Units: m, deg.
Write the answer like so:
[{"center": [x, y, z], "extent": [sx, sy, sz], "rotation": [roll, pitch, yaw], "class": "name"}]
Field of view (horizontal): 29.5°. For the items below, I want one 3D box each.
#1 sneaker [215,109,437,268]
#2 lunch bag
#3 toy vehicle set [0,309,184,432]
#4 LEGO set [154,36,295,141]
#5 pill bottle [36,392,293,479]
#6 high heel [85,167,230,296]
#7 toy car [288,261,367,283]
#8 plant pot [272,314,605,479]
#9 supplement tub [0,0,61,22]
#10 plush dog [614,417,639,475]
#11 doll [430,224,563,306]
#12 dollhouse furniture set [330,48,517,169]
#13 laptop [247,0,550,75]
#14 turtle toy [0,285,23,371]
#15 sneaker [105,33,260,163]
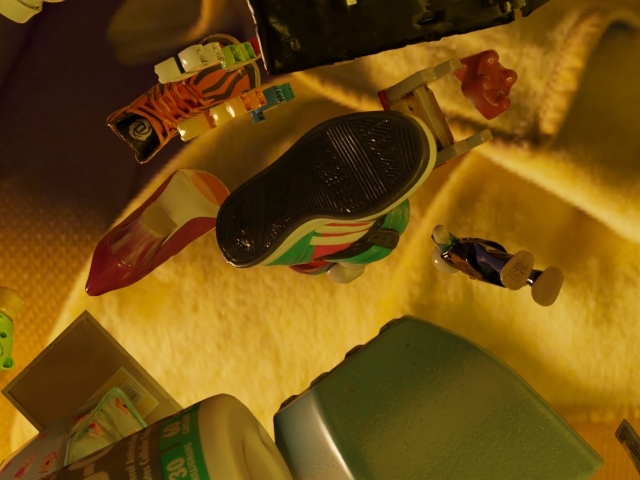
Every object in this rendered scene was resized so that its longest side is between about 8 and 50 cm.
[{"center": [0.046, -0.048, 1.266], "extent": [0.178, 0.124, 0.295], "rotation": [-6, -14, -46], "class": "sneaker"}, {"center": [-0.333, 0.336, 1.551], "extent": [0.223, 0.160, 0.262], "rotation": [-35, 10, 16], "class": "lunch bag"}, {"center": [-0.299, 0.250, 1.723], "extent": [0.166, 0.035, 0.267], "rotation": [-44, 90, -11], "class": "toy vehicle set"}, {"center": [-0.104, -0.153, 1.254], "extent": [0.093, 0.087, 0.227], "rotation": [-22, 4, 23], "class": "LEGO set"}, {"center": [-0.201, 0.303, 1.116], "extent": [0.361, 0.204, 0.204], "rotation": [-27, 38, 6], "class": "pill bottle"}, {"center": [-0.181, -0.008, 1.390], "extent": [0.117, 0.082, 0.244], "rotation": [-42, 5, 24], "class": "high heel"}, {"center": [0.000, 0.000, 2.017], "extent": [0.136, 0.182, 0.159], "rotation": [-30, 81, -22], "class": "toy car"}, {"center": [0.090, 0.231, 1.301], "extent": [0.247, 0.248, 0.252], "rotation": [-36, 85, -29], "class": "plant pot"}, {"center": [-0.237, -0.306, 1.084], "extent": [0.199, 0.144, 0.144], "rotation": [-41, 38, 10], "class": "supplement tub"}, {"center": [0.350, 0.186, 0.855], "extent": [0.225, 0.211, 0.262], "rotation": [-7, 10, -33], "class": "plush dog"}, {"center": [0.165, 0.021, 1.234], "extent": [0.046, 0.129, 0.189], "rotation": [-63, 20, -3], "class": "doll"}, {"center": [0.078, -0.263, 1.368], "extent": [0.152, 0.374, 0.201], "rotation": [-22, 3, 43], "class": "dollhouse furniture set"}, {"center": [0.067, -0.261, 0.796], "extent": [0.264, 0.234, 0.136], "rotation": [-12, 22, 7], "class": "laptop"}, {"center": [-0.281, 0.064, 0.890], "extent": [0.130, 0.066, 0.095], "rotation": [27, 70, 4], "class": "turtle toy"}, {"center": [-0.223, -0.205, 1.912], "extent": [0.180, 0.124, 0.321], "rotation": [-43, 9, -30], "class": "sneaker"}]
